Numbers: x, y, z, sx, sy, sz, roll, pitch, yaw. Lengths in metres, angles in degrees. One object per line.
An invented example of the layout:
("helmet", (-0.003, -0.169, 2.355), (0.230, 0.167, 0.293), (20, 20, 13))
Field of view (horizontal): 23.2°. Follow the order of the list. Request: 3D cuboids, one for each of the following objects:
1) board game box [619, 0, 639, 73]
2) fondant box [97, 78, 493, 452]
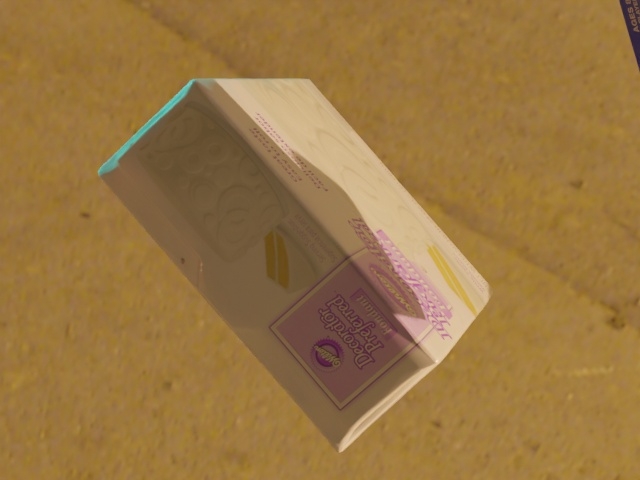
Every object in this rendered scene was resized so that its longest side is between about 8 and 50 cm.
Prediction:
("board game box", (0.275, -0.093, 0.871), (0.046, 0.213, 0.317), (-27, 103, -34))
("fondant box", (0.000, 0.000, 1.128), (0.238, 0.096, 0.330), (49, 14, 4))
